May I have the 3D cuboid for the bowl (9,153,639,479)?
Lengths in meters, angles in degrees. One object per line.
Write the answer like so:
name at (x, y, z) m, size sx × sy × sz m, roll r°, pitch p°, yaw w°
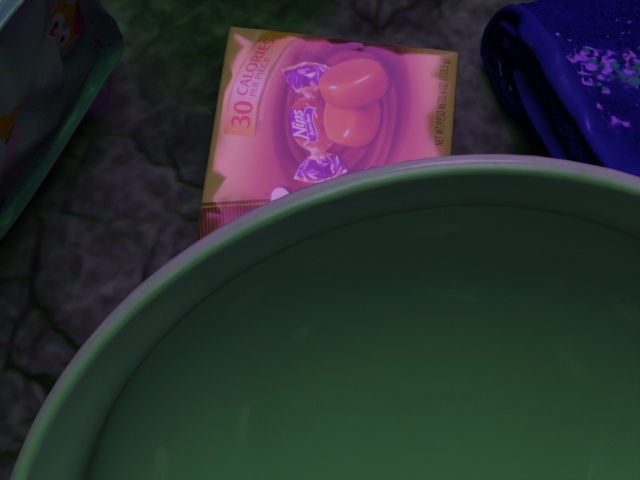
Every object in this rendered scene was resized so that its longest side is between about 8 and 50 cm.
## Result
bowl at (0.042, 0.096, 0.541) m, size 0.297 × 0.298 × 0.134 m, roll -1°, pitch 18°, yaw -4°

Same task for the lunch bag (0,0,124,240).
lunch bag at (-0.242, -0.048, 0.625) m, size 0.223 × 0.160 × 0.262 m, roll 28°, pitch 75°, yaw 8°

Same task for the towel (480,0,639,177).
towel at (0.249, -0.067, 0.682) m, size 0.308 × 0.076 × 0.228 m, roll -14°, pitch 49°, yaw -11°

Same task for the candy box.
candy box at (0.000, 0.000, 0.670) m, size 0.109 × 0.053 × 0.187 m, roll 7°, pitch 61°, yaw 0°
